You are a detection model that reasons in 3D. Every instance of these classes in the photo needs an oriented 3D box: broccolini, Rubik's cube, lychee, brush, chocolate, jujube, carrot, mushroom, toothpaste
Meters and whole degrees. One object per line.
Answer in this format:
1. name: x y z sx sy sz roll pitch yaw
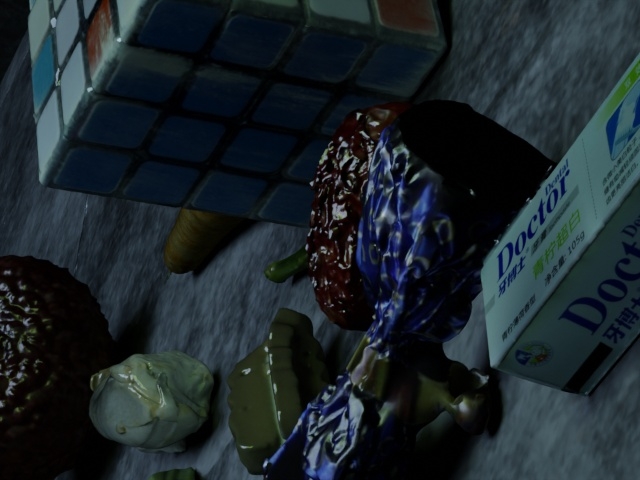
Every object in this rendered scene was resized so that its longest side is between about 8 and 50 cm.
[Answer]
1. broccolini: 0.000 0.000 1.586 0.239 0.054 0.051 150 123 -69
2. Rubik's cube: -0.080 -0.192 1.610 0.256 0.259 0.253 125 145 -46
3. lychee: -0.336 0.144 2.147 0.260 0.260 0.260 -161 90 -73
4. brush: -0.016 0.164 1.430 0.084 0.071 0.301 -58 26 27
5. chocolate: 0.042 0.090 1.244 0.148 0.126 0.343 34 113 31
6. jujube: 0.037 -0.018 1.404 0.104 0.104 0.166 178 106 -72
7. carrot: -0.110 -0.024 1.923 0.298 0.078 0.078 131 153 -60
8. mushroom: -0.169 0.149 1.869 0.096 0.099 0.278 -69 13 -12
9. toothpaste: 0.189 -0.059 1.021 0.081 0.067 0.336 -90 25 -47

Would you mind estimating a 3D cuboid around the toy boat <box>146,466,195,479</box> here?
1. toy boat: -0.119 0.260 1.648 0.093 0.055 0.293 -64 18 11
